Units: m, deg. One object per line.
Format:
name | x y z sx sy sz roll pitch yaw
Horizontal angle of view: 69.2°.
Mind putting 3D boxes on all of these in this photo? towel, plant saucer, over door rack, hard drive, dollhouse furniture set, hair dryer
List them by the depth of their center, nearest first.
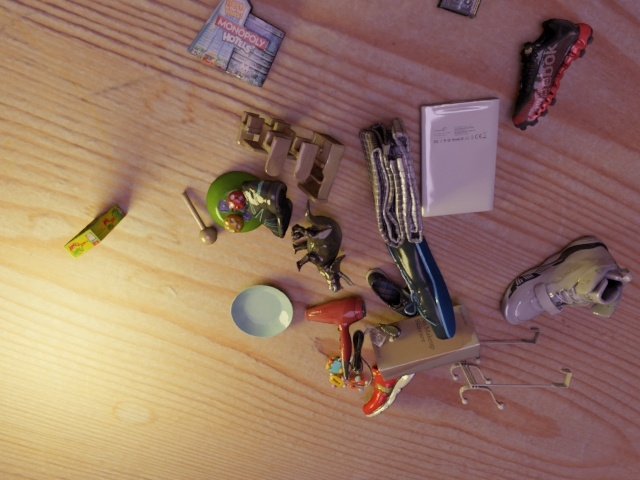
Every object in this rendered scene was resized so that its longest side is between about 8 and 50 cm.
dollhouse furniture set | -0.081 -0.200 1.179 0.242 0.212 0.161 5 116 -34
towel | 0.181 -0.154 1.193 0.121 0.235 0.283 -10 115 9
hard drive | 0.376 -0.222 1.270 0.203 0.040 0.307 -6 115 1
hair dryer | 0.075 0.278 1.411 0.223 0.294 0.080 -51 153 -16
over door rack | 0.573 0.403 1.456 0.324 0.239 0.108 -10 113 4
plant saucer | -0.183 0.217 1.459 0.195 0.037 0.194 0 116 -1

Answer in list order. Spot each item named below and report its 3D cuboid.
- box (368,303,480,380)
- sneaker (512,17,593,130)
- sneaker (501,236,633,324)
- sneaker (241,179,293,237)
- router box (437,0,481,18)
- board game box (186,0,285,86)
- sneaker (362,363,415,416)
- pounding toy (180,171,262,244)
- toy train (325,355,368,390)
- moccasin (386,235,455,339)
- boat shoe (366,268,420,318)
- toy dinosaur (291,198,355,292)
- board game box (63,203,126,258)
box | 0.322 0.319 1.444 0.311 0.148 0.121 -18 146 5
sneaker | 0.542 -0.418 1.154 0.135 0.097 0.276 21 110 -11
sneaker | 0.714 0.156 1.362 0.366 0.210 0.137 -42 109 16
sneaker | -0.137 -0.090 1.239 0.106 0.101 0.267 12 157 8
router box | 0.342 -0.602 1.095 0.092 0.038 0.122 14 114 -7
board game box | -0.192 -0.501 1.115 0.194 0.060 0.194 24 113 -12
sneaker | 0.215 0.475 1.574 0.118 0.107 0.279 34 107 4
pounding toy | -0.256 -0.080 1.280 0.237 0.110 0.183 -19 114 7
toy train | 0.086 0.442 1.566 0.125 0.046 0.166 -16 117 10
moccasin | 0.298 0.130 1.374 0.117 0.138 0.341 -21 86 29
boat shoe | 0.231 0.177 1.431 0.080 0.076 0.228 -39 110 15
toy dinosaur | 0.000 0.000 1.324 0.160 0.121 0.313 -9 121 -6
board game box | -0.605 -0.028 1.254 0.092 0.181 0.043 -31 112 12
